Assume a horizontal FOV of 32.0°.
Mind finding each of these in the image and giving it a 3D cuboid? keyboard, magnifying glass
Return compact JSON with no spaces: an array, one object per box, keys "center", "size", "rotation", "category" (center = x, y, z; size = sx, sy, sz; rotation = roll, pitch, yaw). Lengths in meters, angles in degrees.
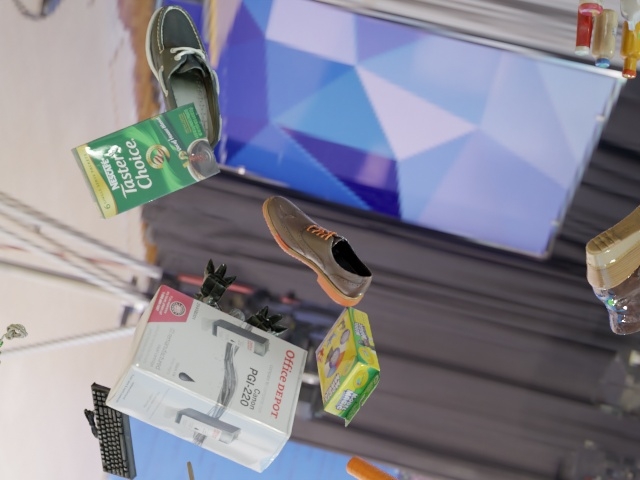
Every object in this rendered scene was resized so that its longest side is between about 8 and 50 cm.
[{"center":[-0.384,0.342,2.002],"size":[0.023,0.108,0.180],"rotation":[-29,123,-49],"category":"keyboard"},{"center":[0.112,0.274,1.124],"size":[0.092,0.231,0.026],"rotation":[34,83,-43],"category":"magnifying glass"}]

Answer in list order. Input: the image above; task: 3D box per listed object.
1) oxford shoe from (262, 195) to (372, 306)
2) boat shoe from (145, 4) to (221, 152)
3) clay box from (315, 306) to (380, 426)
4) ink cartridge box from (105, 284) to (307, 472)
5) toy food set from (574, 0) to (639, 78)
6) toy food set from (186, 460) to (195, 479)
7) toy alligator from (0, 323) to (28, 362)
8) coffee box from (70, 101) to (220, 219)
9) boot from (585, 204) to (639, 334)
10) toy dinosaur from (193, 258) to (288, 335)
[{"center":[0.000,0.000,2.170],"size":[0.097,0.271,0.098],"rotation":[-37,168,-43],"category":"oxford shoe"},{"center":[-0.224,-0.274,1.899],"size":[0.091,0.114,0.302],"rotation":[-34,-113,60],"category":"boat shoe"},{"center":[0.050,0.238,2.121],"size":[0.127,0.053,0.222],"rotation":[-57,-161,22],"category":"clay box"},{"center":[-0.138,0.174,1.414],"size":[0.092,0.218,0.158],"rotation":[-54,-165,37],"category":"ink cartridge box"},{"center":[0.482,-0.357,1.854],"size":[0.232,0.111,0.104],"rotation":[35,61,-69],"category":"toy food set"},{"center":[-0.173,0.425,1.585],"size":[0.132,0.039,0.192],"rotation":[-122,-164,-68],"category":"toy food set"},{"center":[-0.422,0.147,1.357],"size":[0.190,0.056,0.051],"rotation":[-25,-151,42],"category":"toy alligator"},{"center":[-0.245,-0.112,1.576],"size":[0.040,0.184,0.113],"rotation":[3,-65,68],"category":"coffee box"},{"center":[0.536,0.028,1.725],"size":[0.207,0.249,0.090],"rotation":[57,10,-40],"category":"boot"},{"center":[-0.184,0.178,1.848],"size":[0.218,0.164,0.322],"rotation":[-49,-163,23],"category":"toy dinosaur"}]
